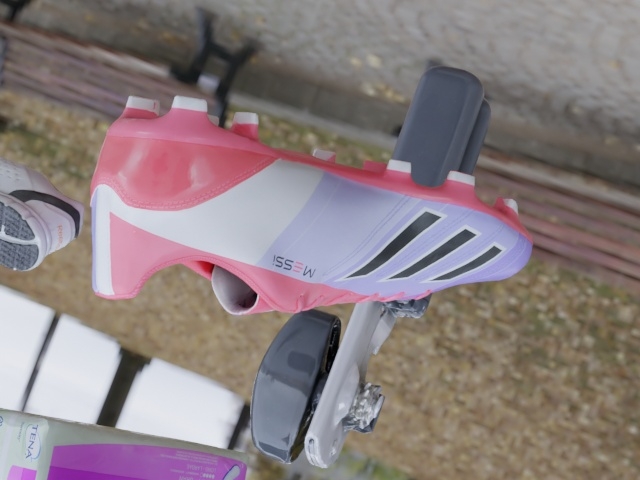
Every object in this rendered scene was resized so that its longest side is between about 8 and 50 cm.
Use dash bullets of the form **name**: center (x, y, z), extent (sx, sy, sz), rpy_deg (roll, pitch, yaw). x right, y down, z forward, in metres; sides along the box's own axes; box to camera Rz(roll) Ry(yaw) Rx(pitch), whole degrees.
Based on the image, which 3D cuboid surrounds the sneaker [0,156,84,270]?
- **sneaker**: center (-0.157, -0.023, 0.690), extent (0.109, 0.040, 0.044), rpy_deg (34, -144, 24)

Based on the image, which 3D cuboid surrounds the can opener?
- **can opener**: center (0.034, 0.016, 0.957), extent (0.093, 0.280, 0.074), rpy_deg (21, 169, 19)

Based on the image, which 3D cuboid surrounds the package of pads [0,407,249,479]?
- **package of pads**: center (-0.201, 0.291, 1.371), extent (0.101, 0.229, 0.296), rpy_deg (5, 171, 37)

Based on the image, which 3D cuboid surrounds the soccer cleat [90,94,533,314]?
- **soccer cleat**: center (0.000, 0.000, 0.701), extent (0.248, 0.095, 0.083), rpy_deg (14, 177, -38)
